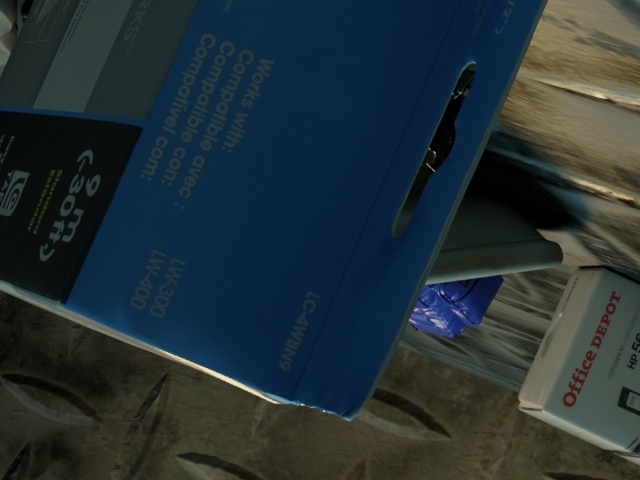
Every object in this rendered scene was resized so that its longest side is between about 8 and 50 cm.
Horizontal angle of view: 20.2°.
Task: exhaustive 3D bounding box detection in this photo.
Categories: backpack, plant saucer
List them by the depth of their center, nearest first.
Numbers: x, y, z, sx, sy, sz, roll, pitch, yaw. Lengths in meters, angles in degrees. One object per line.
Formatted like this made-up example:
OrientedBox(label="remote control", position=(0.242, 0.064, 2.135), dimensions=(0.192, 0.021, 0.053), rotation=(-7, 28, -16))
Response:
OrientedBox(label="plant saucer", position=(0.000, 0.000, 1.512), dimensions=(0.400, 0.101, 0.400), rotation=(-7, 179, 0))
OrientedBox(label="backpack", position=(0.114, 0.025, 1.759), dimensions=(0.101, 0.098, 0.120), rotation=(2, 147, 48))

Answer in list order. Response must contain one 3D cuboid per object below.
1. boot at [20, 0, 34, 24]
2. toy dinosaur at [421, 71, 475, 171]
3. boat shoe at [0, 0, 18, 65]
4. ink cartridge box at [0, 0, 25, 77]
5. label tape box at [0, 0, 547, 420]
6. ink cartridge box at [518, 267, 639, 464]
OrientedBox(label="boot", position=(-0.138, -0.136, 1.451), dimensions=(0.229, 0.091, 0.263), rotation=(31, 168, -17))
OrientedBox(label="toy dinosaur", position=(-0.021, -0.098, 1.206), dimensions=(0.218, 0.164, 0.322), rotation=(36, -163, 21))
OrientedBox(label="boat shoe", position=(-0.279, -0.196, 1.411), dimensions=(0.083, 0.076, 0.226), rotation=(2, 173, -8))
OrientedBox(label="ink cartridge box", position=(-0.346, -0.192, 1.614), dimensions=(0.160, 0.093, 0.219), rotation=(28, 173, -30))
OrientedBox(label="label tape box", position=(-0.050, -0.070, 0.850), dimensions=(0.115, 0.249, 0.347), rotation=(26, 173, -25))
OrientedBox(label="ink cartridge box", position=(0.309, 0.132, 1.672), dimensions=(0.203, 0.148, 0.086), rotation=(24, 175, -8))
